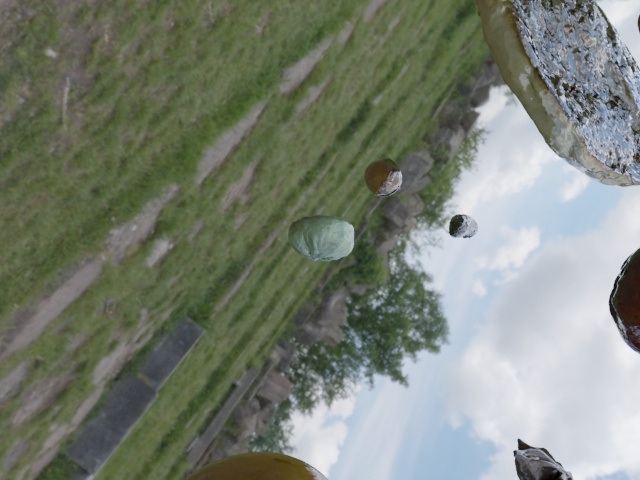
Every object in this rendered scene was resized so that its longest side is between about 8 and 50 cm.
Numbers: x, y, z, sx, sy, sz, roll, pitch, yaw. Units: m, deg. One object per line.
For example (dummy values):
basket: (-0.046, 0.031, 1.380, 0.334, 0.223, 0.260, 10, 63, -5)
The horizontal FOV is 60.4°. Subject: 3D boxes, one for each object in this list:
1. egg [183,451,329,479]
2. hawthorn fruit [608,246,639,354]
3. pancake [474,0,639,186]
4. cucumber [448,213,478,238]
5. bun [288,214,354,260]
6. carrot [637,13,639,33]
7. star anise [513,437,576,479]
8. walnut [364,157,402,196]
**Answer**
egg: (-0.103, 0.451, 0.827, 0.322, 0.250, 0.250, -10, -158, 26)
hawthorn fruit: (0.616, 0.106, 0.905, 0.215, 0.249, 0.216, -21, 116, -53)
pancake: (0.295, -0.216, 0.649, 0.065, 0.356, 0.356, -29, -161, 48)
cucumber: (0.445, -0.046, 1.729, 0.072, 0.081, 0.303, -9, 176, 21)
bun: (0.000, 0.000, 1.601, 0.195, 0.195, 0.118, 129, -34, -74)
carrot: (0.742, -0.421, 1.209, 0.047, 0.191, 0.047, -38, -160, 16)
star anise: (0.541, 0.576, 1.283, 0.109, 0.292, 0.349, -56, 177, 3)
walnut: (0.222, -0.229, 1.965, 0.137, 0.137, 0.245, -52, -168, 18)
